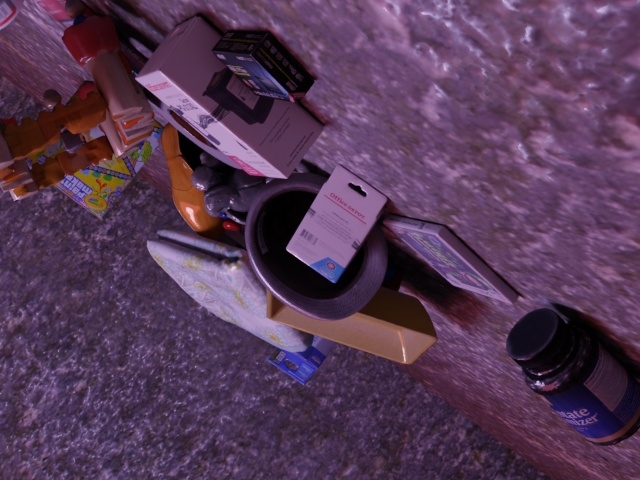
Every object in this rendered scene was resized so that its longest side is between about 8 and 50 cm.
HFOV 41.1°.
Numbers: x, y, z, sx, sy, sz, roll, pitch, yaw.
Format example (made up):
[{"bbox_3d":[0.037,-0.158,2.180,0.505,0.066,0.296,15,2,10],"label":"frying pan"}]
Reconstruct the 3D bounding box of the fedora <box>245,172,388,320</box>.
[{"bbox_3d":[0.000,0.000,1.534,0.275,0.243,0.124,35,-160,7],"label":"fedora"}]

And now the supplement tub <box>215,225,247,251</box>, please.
[{"bbox_3d":[-0.115,0.036,2.102,0.316,0.193,0.193,36,171,-3],"label":"supplement tub"}]

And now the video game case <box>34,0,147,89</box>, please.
[{"bbox_3d":[-0.413,-0.376,1.639,0.285,0.025,0.204,41,170,-30],"label":"video game case"}]

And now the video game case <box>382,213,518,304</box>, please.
[{"bbox_3d":[0.208,0.029,1.384,0.190,0.022,0.173,40,170,-24],"label":"video game case"}]

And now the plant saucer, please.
[{"bbox_3d":[0.060,0.142,1.721,0.333,0.081,0.332,18,164,2],"label":"plant saucer"}]

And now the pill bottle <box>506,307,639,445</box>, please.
[{"bbox_3d":[0.383,0.203,1.285,0.219,0.122,0.123,41,170,-21],"label":"pill bottle"}]

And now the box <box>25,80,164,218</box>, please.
[{"bbox_3d":[-0.585,-0.240,2.181,0.177,0.279,0.290,42,170,-32],"label":"box"}]

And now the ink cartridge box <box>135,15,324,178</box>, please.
[{"bbox_3d":[-0.136,-0.201,1.242,0.237,0.100,0.172,40,170,-22],"label":"ink cartridge box"}]

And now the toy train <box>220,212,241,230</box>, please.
[{"bbox_3d":[-0.089,-0.053,1.922,0.248,0.105,0.143,19,165,-36],"label":"toy train"}]

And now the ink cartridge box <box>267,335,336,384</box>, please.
[{"bbox_3d":[-0.013,0.203,2.190,0.065,0.311,0.186,42,169,-37],"label":"ink cartridge box"}]

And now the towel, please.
[{"bbox_3d":[-0.217,0.115,2.030,0.375,0.090,0.320,14,152,45],"label":"towel"}]

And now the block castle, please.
[{"bbox_3d":[-0.475,-0.239,1.497,0.212,0.303,0.453,65,167,-2],"label":"block castle"}]

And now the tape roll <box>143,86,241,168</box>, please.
[{"bbox_3d":[-0.201,-0.220,1.492,0.219,0.072,0.219,36,171,7],"label":"tape roll"}]

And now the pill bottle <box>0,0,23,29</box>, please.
[{"bbox_3d":[-0.644,-0.492,1.478,0.161,0.161,0.283,34,171,12],"label":"pill bottle"}]

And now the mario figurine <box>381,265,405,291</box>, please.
[{"bbox_3d":[0.001,0.054,1.783,0.321,0.170,0.198,30,128,-3],"label":"mario figurine"}]

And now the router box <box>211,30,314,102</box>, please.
[{"bbox_3d":[-0.075,-0.224,1.095,0.092,0.038,0.122,43,169,-32],"label":"router box"}]

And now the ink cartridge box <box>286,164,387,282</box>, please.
[{"bbox_3d":[0.034,-0.033,1.408,0.104,0.180,0.060,35,-155,7],"label":"ink cartridge box"}]

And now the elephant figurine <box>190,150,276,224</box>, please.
[{"bbox_3d":[-0.151,-0.093,1.718,0.186,0.169,0.239,53,175,25],"label":"elephant figurine"}]

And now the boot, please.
[{"bbox_3d":[-0.271,-0.127,1.874,0.295,0.104,0.211,67,164,-12],"label":"boot"}]
